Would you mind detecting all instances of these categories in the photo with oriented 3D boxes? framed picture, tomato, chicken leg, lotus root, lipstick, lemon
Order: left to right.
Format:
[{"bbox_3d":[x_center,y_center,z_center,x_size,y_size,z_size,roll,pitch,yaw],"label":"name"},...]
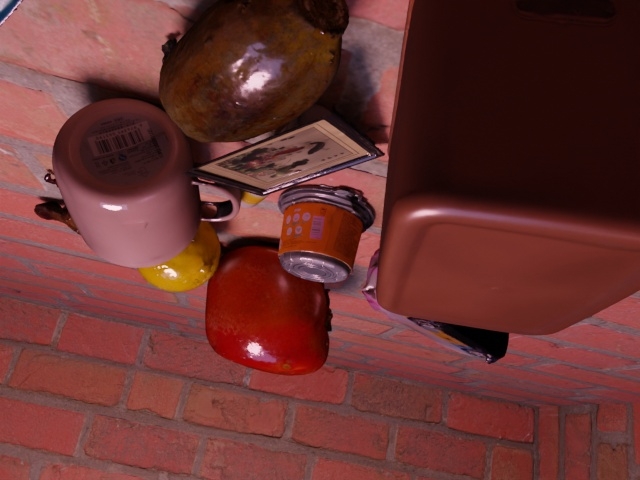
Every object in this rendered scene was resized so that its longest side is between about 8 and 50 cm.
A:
[{"bbox_3d":[-0.491,-0.067,1.053,0.177,0.083,0.322,31,151,-23],"label":"chicken leg"},{"bbox_3d":[-0.294,0.020,1.037,0.173,0.173,0.206,25,171,-32],"label":"lemon"},{"bbox_3d":[-0.076,-0.170,0.506,0.124,0.123,0.241,15,164,-38],"label":"lotus root"},{"bbox_3d":[-0.117,0.165,1.175,0.289,0.293,0.325,-1,168,0],"label":"tomato"},{"bbox_3d":[-0.063,-0.112,0.734,0.059,0.059,0.264,20,158,-23],"label":"lipstick"},{"bbox_3d":[-0.036,-0.099,0.628,0.195,0.010,0.199,-16,171,21],"label":"framed picture"}]

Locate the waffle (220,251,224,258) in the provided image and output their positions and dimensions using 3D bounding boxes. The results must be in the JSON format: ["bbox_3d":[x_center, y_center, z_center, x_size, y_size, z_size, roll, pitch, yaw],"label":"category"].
[{"bbox_3d":[-0.352,0.034,1.264,0.291,0.051,0.291,12,159,5],"label":"waffle"}]

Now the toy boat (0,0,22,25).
[{"bbox_3d":[-0.373,-0.238,0.523,0.299,0.096,0.062,-8,143,36],"label":"toy boat"}]

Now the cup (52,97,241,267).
[{"bbox_3d":[-0.242,-0.079,0.739,0.253,0.191,0.200,6,157,-10],"label":"cup"}]

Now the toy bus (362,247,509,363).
[{"bbox_3d":[0.240,0.127,1.046,0.162,0.171,0.386,-4,154,42],"label":"toy bus"}]

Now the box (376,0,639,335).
[{"bbox_3d":[0.185,-0.055,0.520,0.239,0.229,0.339,8,159,6],"label":"box"}]

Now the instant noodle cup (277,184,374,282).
[{"bbox_3d":[0.000,0.000,0.895,0.177,0.125,0.208,13,159,-8],"label":"instant noodle cup"}]
